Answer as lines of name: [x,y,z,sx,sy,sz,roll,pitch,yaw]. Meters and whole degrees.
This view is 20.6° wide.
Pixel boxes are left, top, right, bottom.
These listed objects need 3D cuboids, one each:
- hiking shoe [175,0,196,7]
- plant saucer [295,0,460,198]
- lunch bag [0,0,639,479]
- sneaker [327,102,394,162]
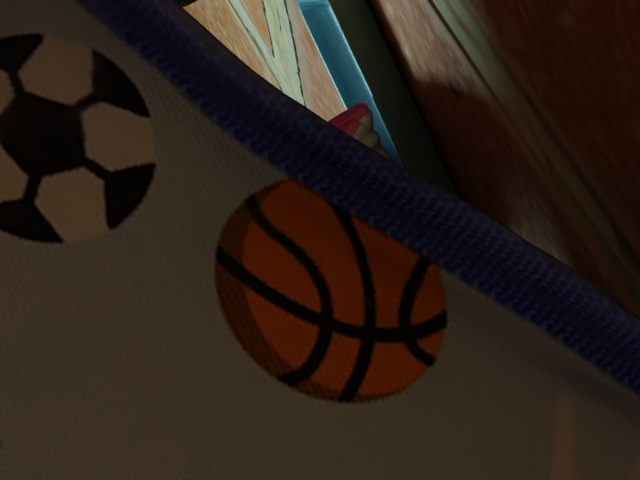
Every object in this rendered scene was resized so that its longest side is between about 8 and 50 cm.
hiking shoe: [-0.123,-0.217,0.842,0.227,0.086,0.114,67,172,-19]
plant saucer: [0.043,-0.013,0.698,0.192,0.018,0.067,63,173,-11]
lunch bag: [-0.003,0.137,0.484,0.385,0.239,0.328,32,165,-9]
sneaker: [0.004,0.026,0.701,0.111,0.103,0.252,58,178,8]
